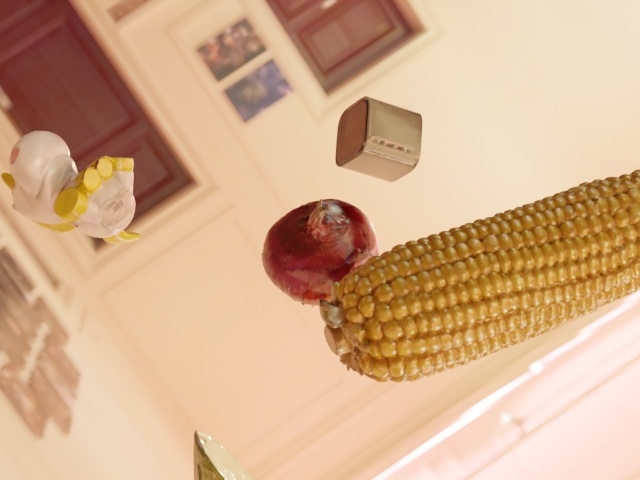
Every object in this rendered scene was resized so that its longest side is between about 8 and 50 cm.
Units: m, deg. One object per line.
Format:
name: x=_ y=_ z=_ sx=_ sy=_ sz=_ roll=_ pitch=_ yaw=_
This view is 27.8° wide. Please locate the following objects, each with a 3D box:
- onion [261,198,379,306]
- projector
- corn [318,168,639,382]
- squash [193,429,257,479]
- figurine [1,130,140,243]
onion: x=0.000 y=0.000 z=1.603 sx=0.150 sy=0.150 sz=0.140 roll=-36 pitch=157 yaw=-15
projector: x=0.075 y=-0.129 z=1.658 sx=0.083 sy=0.082 sz=0.083 roll=-28 pitch=-128 yaw=57
corn: x=0.189 y=0.040 z=1.305 sx=0.387 sy=0.144 sz=0.144 roll=-17 pitch=-171 yaw=-2
squash: x=-0.055 y=0.347 z=1.561 sx=0.189 sy=0.260 sz=0.189 roll=-1 pitch=-159 yaw=0
figurine: x=-0.281 y=-0.051 z=1.395 sx=0.178 sy=0.129 sz=0.109 roll=17 pitch=-127 yaw=21
